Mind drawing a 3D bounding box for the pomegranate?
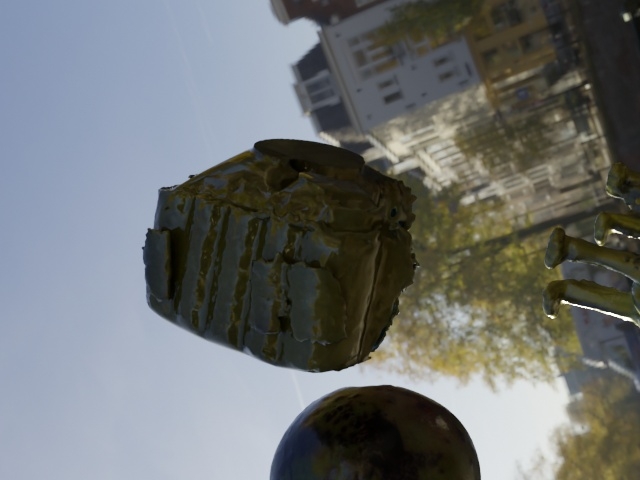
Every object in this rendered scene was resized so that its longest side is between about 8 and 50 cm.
[{"bbox_3d":[0.067,0.312,0.999,0.242,0.243,0.305,-44,-54,-74],"label":"pomegranate"}]

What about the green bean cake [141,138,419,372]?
[{"bbox_3d":[0.000,0.000,0.953,0.310,0.285,0.202,-12,-69,-54],"label":"green bean cake"}]

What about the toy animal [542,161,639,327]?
[{"bbox_3d":[0.228,0.014,0.558,0.181,0.136,0.073,-38,-40,-47],"label":"toy animal"}]
